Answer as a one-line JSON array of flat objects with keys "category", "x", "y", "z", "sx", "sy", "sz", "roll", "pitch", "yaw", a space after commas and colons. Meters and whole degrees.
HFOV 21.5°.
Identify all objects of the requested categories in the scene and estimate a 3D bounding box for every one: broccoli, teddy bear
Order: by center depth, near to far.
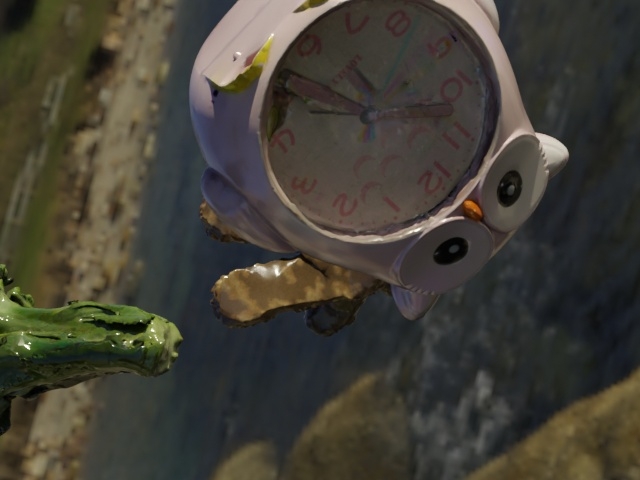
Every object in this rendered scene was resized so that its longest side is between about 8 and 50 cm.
[{"category": "broccoli", "x": -0.268, "y": 0.110, "z": 1.383, "sx": 0.198, "sy": 0.275, "sz": 0.177, "roll": -61, "pitch": -31, "yaw": -21}, {"category": "teddy bear", "x": -0.010, "y": 0.001, "z": 2.134, "sx": 0.222, "sy": 0.296, "sz": 0.246, "roll": 174, "pitch": 90, "yaw": -80}]

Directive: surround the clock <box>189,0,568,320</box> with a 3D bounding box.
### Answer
[{"category": "clock", "x": 0.055, "y": -0.124, "z": 1.786, "sx": 0.368, "sy": 0.377, "sz": 0.250, "roll": -47, "pitch": 25, "yaw": 0}]
